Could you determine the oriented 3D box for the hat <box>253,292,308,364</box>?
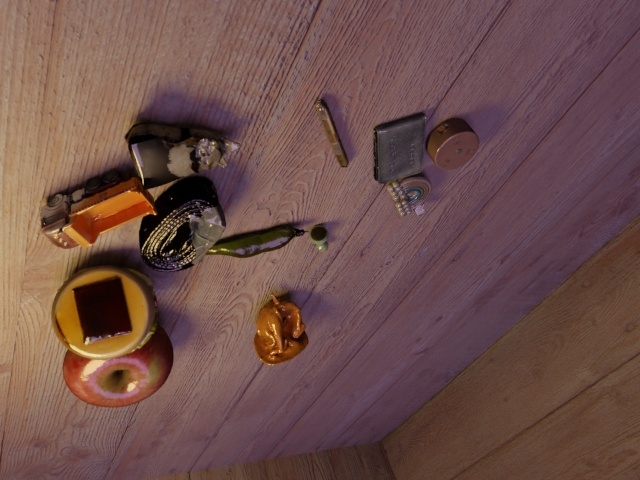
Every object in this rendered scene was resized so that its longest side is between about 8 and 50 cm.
[{"bbox_3d":[-0.172,0.297,1.857,0.244,0.233,0.233,-44,136,-45],"label":"hat"}]

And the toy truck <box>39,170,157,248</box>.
[{"bbox_3d":[-0.566,-0.076,1.251,0.270,0.135,0.114,-23,143,0],"label":"toy truck"}]

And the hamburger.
[{"bbox_3d":[-0.633,0.213,1.452,0.301,0.302,0.170,-7,177,-19],"label":"hamburger"}]

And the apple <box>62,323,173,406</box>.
[{"bbox_3d":[-0.677,0.393,1.663,0.344,0.269,0.345,-10,118,-19],"label":"apple"}]

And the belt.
[{"bbox_3d":[-0.384,-0.033,1.373,0.184,0.164,0.289,26,119,-38],"label":"belt"}]

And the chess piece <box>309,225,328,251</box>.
[{"bbox_3d":[0.000,0.000,1.688,0.067,0.067,0.103,-21,150,-2],"label":"chess piece"}]

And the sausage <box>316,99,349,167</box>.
[{"bbox_3d":[0.036,-0.292,1.382,0.032,0.033,0.269,-25,142,3],"label":"sausage"}]

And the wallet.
[{"bbox_3d":[0.244,-0.275,1.504,0.167,0.036,0.222,-17,141,-7],"label":"wallet"}]

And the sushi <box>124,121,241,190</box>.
[{"bbox_3d":[-0.342,-0.237,1.218,0.272,0.109,0.134,-21,140,-27],"label":"sushi"}]

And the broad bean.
[{"bbox_3d":[-0.204,0.011,1.595,0.338,0.061,0.077,-15,134,-11],"label":"broad bean"}]

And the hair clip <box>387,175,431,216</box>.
[{"bbox_3d":[0.310,-0.154,1.656,0.140,0.054,0.220,-27,145,8],"label":"hair clip"}]

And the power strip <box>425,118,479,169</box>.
[{"bbox_3d":[0.409,-0.298,1.526,0.154,0.078,0.154,-14,142,-11],"label":"power strip"}]
